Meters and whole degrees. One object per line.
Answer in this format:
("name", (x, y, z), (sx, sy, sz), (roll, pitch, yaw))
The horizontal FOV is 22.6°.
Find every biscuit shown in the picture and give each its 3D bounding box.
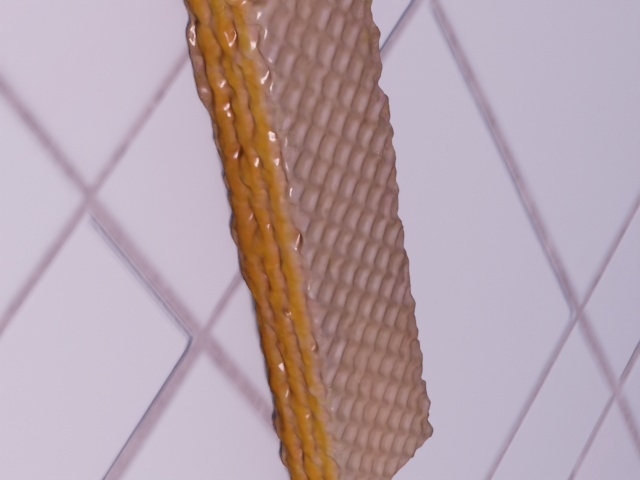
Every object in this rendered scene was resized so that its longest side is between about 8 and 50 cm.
("biscuit", (0.000, 0.000, 0.852), (0.094, 0.054, 0.379), (-41, 135, -37))
